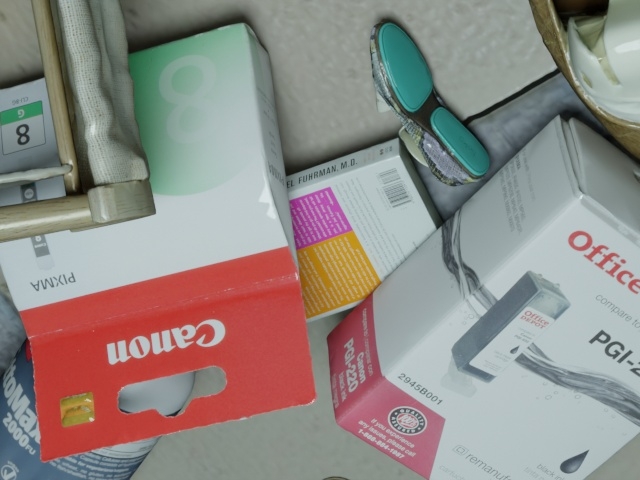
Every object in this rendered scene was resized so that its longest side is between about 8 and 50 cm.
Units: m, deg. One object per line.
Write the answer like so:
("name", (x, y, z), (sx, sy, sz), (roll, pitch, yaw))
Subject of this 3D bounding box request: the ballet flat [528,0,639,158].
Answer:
("ballet flat", (0.157, -0.165, 1.008), (0.116, 0.124, 0.342), (-15, 114, 15))

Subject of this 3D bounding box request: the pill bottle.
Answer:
("pill bottle", (-0.143, 0.091, 1.197), (0.108, 0.108, 0.180), (33, 115, -8))

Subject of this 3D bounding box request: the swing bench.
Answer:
("swing bench", (-0.221, -0.118, 1.032), (0.254, 0.165, 0.253), (-9, 91, 11))

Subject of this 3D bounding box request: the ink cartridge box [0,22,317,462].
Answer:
("ink cartridge box", (-0.106, 0.001, 1.102), (0.181, 0.225, 0.056), (-14, 158, 15))

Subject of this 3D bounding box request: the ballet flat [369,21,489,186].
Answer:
("ballet flat", (0.055, -0.077, 1.121), (0.041, 0.041, 0.114), (-30, 107, 22))

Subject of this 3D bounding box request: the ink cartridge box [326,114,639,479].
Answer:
("ink cartridge box", (0.132, 0.054, 1.129), (0.158, 0.092, 0.218), (33, 116, -23))

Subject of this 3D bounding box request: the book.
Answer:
("book", (0.000, 0.000, 1.158), (0.144, 0.035, 0.096), (-18, 127, 16))

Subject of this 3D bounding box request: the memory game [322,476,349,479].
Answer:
("memory game", (0.017, 0.244, 1.303), (0.186, 0.012, 0.186), (4, 118, 7))
